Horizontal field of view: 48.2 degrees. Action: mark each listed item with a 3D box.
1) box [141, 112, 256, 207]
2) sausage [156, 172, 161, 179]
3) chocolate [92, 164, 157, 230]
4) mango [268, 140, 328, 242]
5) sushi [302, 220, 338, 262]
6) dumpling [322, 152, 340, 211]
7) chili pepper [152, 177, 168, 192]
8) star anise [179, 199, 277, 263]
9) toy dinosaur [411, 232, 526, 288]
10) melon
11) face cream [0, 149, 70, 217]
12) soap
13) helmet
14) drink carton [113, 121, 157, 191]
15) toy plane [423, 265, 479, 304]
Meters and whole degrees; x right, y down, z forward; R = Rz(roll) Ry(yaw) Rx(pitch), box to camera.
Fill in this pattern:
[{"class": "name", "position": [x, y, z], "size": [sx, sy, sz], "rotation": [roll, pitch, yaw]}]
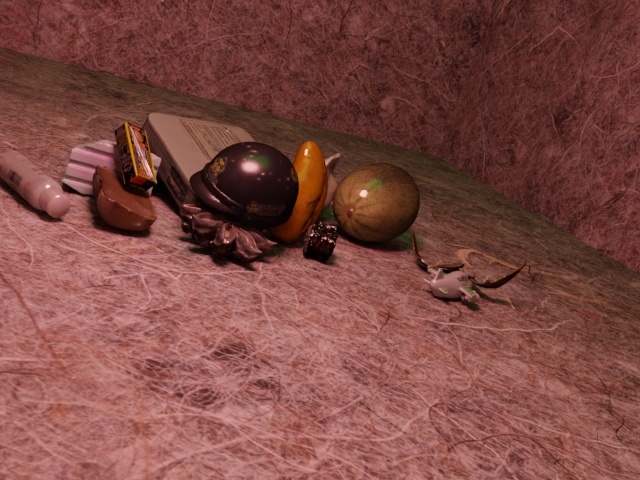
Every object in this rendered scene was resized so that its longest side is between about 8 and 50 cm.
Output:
[{"class": "box", "position": [-0.288, -0.198, 2.071], "size": [0.396, 0.111, 0.396], "rotation": [1, 45, -48]}, {"class": "sausage", "position": [-0.500, -0.243, 2.192], "size": [0.086, 0.086, 0.289], "rotation": [2, 25, -43]}, {"class": "chocolate", "position": [-0.490, -0.091, 1.739], "size": [0.161, 0.083, 0.261], "rotation": [30, 12, -26]}, {"class": "mango", "position": [-0.051, -0.129, 1.984], "size": [0.120, 0.295, 0.177], "rotation": [17, -17, 29]}, {"class": "sushi", "position": [0.000, 0.002, 1.929], "size": [0.084, 0.098, 0.094], "rotation": [18, 15, -5]}, {"class": "dumpling", "position": [-0.031, -0.195, 2.272], "size": [0.187, 0.243, 0.318], "rotation": [33, 19, -7]}, {"class": "chili pepper", "position": [-0.521, -0.179, 1.974], "size": [0.216, 0.108, 0.062], "rotation": [14, 49, -23]}, {"class": "star anise", "position": [-0.236, -0.022, 1.753], "size": [0.236, 0.109, 0.223], "rotation": [39, 29, 7]}, {"class": "toy dinosaur", "position": [0.411, 0.060, 2.123], "size": [0.206, 0.113, 0.327], "rotation": [24, -6, -36]}, {"class": "melon", "position": [0.174, -0.116, 2.233], "size": [0.248, 0.249, 0.329], "rotation": [28, 28, 29]}, {"class": "face cream", "position": [-0.670, -0.130, 1.673], "size": [0.082, 0.082, 0.269], "rotation": [-1, 25, -47]}, {"class": "soap", "position": [-0.553, -0.185, 1.874], "size": [0.230, 0.145, 0.091], "rotation": [15, 8, -27]}, {"class": "helmet", "position": [-0.169, -0.159, 1.771], "size": [0.278, 0.160, 0.231], "rotation": [10, 36, -37]}, {"class": "drink carton", "position": [-0.463, -0.210, 1.793], "size": [0.071, 0.056, 0.166], "rotation": [17, 47, -53]}, {"class": "toy plane", "position": [0.361, 0.120, 1.975], "size": [0.173, 0.080, 0.174], "rotation": [19, 15, -5]}]
